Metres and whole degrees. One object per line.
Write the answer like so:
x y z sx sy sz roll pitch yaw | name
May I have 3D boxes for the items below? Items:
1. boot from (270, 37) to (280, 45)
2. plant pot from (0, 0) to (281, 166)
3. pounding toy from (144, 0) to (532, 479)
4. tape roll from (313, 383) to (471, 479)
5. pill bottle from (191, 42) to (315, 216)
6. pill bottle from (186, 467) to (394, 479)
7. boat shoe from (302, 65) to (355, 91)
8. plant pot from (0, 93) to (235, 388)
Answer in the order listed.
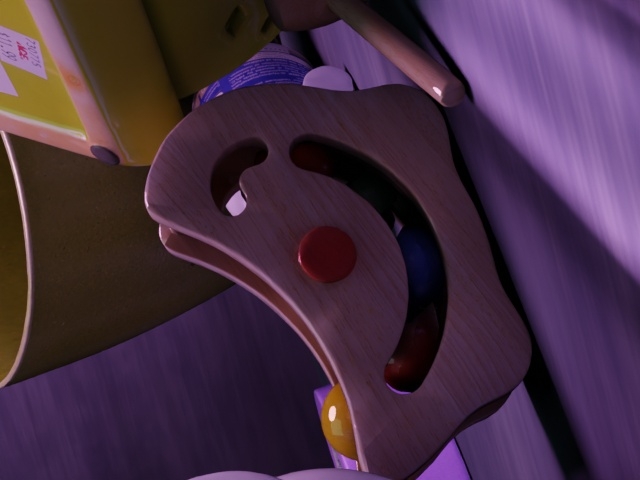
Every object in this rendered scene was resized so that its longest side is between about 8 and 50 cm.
-0.125 -0.294 1.417 0.263 0.091 0.229 73 173 -54 | boot
-0.142 -0.180 0.764 0.207 0.227 0.228 -62 -23 -26 | plant pot
-0.002 -0.011 0.702 0.155 0.154 0.269 87 163 -75 | pounding toy
0.080 0.242 1.217 0.275 0.090 0.274 160 90 -86 | tape roll
-0.030 -0.068 1.098 0.186 0.112 0.112 -116 8 -58 | pill bottle
0.024 0.197 0.645 0.301 0.169 0.169 42 -157 -57 | pill bottle
0.016 -0.082 0.986 0.100 0.035 0.035 -123 16 -46 | boat shoe
-0.170 -0.034 1.246 0.275 0.294 0.274 21 116 53 | plant pot
